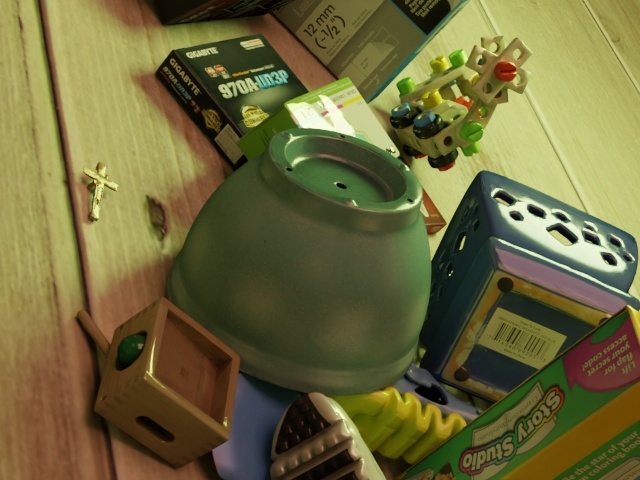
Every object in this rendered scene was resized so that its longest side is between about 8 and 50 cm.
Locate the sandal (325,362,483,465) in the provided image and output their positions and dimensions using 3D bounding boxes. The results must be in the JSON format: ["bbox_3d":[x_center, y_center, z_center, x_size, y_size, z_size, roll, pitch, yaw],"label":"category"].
[{"bbox_3d":[0.130,0.204,1.313,0.317,0.126,0.138,31,30,-24],"label":"sandal"}]

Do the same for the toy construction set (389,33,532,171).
[{"bbox_3d":[0.222,-0.218,1.774,0.151,0.215,0.328,59,-7,-7],"label":"toy construction set"}]

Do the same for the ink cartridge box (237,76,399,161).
[{"bbox_3d":[0.036,-0.069,1.474,0.255,0.097,0.189,56,33,0],"label":"ink cartridge box"}]

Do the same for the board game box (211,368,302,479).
[{"bbox_3d":[-0.052,0.216,1.162,0.169,0.033,0.133,39,49,-19],"label":"board game box"}]

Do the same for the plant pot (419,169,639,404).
[{"bbox_3d":[0.256,0.085,1.415,0.236,0.236,0.212,23,25,-4],"label":"plant pot"}]

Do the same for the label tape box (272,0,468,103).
[{"bbox_3d":[0.043,-0.431,1.809,0.348,0.249,0.115,44,31,-2],"label":"label tape box"}]

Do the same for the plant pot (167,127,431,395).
[{"bbox_3d":[0.000,0.000,1.231,0.293,0.196,0.293,16,29,-9],"label":"plant pot"}]

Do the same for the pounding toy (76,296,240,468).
[{"bbox_3d":[-0.165,0.129,1.096,0.141,0.100,0.130,41,31,-27],"label":"pounding toy"}]

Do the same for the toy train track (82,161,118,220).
[{"bbox_3d":[-0.252,-0.053,1.265,0.048,0.014,0.083,32,39,-33],"label":"toy train track"}]

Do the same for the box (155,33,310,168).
[{"bbox_3d":[-0.101,-0.198,1.567,0.175,0.051,0.220,51,33,8],"label":"box"}]

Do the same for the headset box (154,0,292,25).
[{"bbox_3d":[-0.161,-0.442,1.659,0.293,0.110,0.218,-23,94,-56],"label":"headset box"}]

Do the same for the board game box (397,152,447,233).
[{"bbox_3d":[0.063,-0.069,1.633,0.281,0.027,0.145,-4,58,-51],"label":"board game box"}]

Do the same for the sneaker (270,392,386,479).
[{"bbox_3d":[0.043,0.290,1.126,0.118,0.110,0.292,-5,69,-63],"label":"sneaker"}]

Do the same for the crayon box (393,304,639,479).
[{"bbox_3d":[0.313,0.265,1.217,0.313,0.363,0.106,30,35,-24],"label":"crayon box"}]
